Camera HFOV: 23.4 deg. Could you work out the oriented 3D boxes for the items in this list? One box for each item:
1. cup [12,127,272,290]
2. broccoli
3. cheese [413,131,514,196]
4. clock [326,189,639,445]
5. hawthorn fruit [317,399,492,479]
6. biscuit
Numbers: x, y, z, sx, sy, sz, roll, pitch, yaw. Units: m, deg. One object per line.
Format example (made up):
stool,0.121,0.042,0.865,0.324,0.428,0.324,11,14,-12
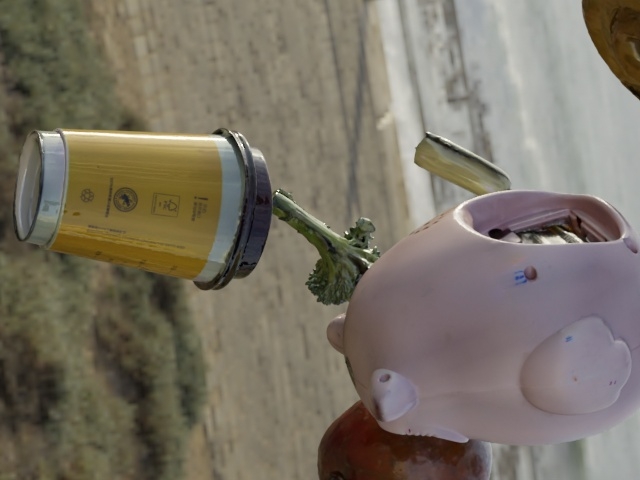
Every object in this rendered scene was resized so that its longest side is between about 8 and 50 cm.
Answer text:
cup,-0.207,-0.047,1.801,0.196,0.279,0.196,-173,-90,-67
broccoli,0.000,0.001,2.200,0.204,0.122,0.118,46,21,-20
cheese,0.256,-0.082,2.293,0.054,0.251,0.127,-62,174,3
clock,0.209,0.089,1.856,0.368,0.376,0.250,-125,-157,-67
hawthorn fruit,0.104,0.305,2.069,0.235,0.263,0.231,72,25,-46
biscuit,0.475,-0.274,2.125,0.296,0.102,0.296,45,-16,17
